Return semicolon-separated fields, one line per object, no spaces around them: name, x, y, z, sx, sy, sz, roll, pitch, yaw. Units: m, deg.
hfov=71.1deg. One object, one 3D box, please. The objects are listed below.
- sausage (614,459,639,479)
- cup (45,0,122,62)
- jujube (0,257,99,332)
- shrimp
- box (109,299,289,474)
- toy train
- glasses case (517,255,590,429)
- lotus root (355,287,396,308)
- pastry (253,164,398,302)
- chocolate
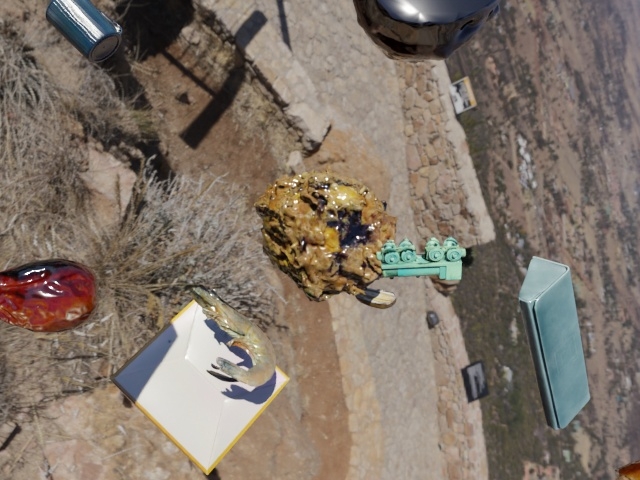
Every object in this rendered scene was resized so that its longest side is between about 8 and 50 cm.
sausage;0.473;0.239;0.504;0.103;0.302;0.076;24;30;-31
cup;-0.589;-0.554;1.152;0.138;0.113;0.150;47;65;-9
jujube;-0.614;0.119;0.982;0.237;0.168;0.168;6;74;-24
shrimp;-0.171;0.178;0.812;0.219;0.046;0.152;46;25;-4
box;-0.277;0.323;1.031;0.283;0.214;0.259;45;63;1
toy train;0.105;0.021;0.473;0.029;0.092;0.045;-81;165;-62
glasses case;0.358;0.161;0.675;0.105;0.056;0.266;-49;125;-41
lotus root;0.110;0.119;0.897;0.037;0.083;0.030;-59;148;-37
pastry;0.000;0.000;0.785;0.275;0.275;0.192;45;63;-28
chocolate;0.174;-0.422;0.676;0.225;0.210;0.340;22;87;0
